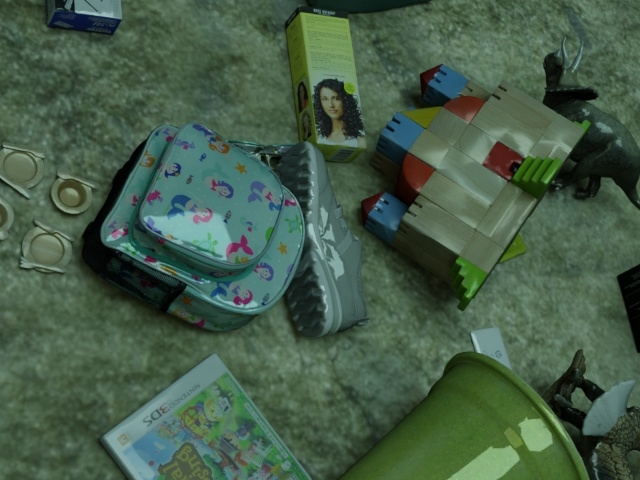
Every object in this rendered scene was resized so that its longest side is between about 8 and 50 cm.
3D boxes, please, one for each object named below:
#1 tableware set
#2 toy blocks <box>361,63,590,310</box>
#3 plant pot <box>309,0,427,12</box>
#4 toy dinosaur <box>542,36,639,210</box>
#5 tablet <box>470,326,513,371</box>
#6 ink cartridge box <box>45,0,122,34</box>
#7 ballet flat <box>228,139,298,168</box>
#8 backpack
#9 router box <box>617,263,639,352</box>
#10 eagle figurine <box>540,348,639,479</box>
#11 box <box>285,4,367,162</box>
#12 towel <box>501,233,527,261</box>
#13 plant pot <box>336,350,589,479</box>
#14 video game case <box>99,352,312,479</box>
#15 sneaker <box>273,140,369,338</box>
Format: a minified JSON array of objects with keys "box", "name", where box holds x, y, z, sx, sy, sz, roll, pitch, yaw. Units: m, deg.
[{"box":[-0.368,-0.044,1.536,0.141,0.020,0.168,26,59,-15],"name":"tableware set"},{"box":[0.198,-0.108,1.765,0.261,0.190,0.381,33,67,9],"name":"toy blocks"},{"box":[0.080,-0.456,1.871,0.234,0.166,0.165,-21,79,-25],"name":"plant pot"},{"box":[0.428,-0.151,1.904,0.313,0.160,0.121,49,40,0],"name":"toy dinosaur"},{"box":[0.255,0.171,1.775,0.054,0.006,0.083,-7,73,-30],"name":"tablet"},{"box":[-0.339,-0.395,1.688,0.097,0.046,0.207,3,67,-28],"name":"ink cartridge box"},{"box":[-0.080,-0.122,1.710,0.114,0.041,0.041,2,68,-26],"name":"ballet flat"},{"box":[-0.146,-0.013,1.547,0.254,0.191,0.225,34,56,-17],"name":"backpack"},{"box":[0.545,0.087,1.859,0.046,0.179,0.133,-2,71,-26],"name":"router box"},{"box":[0.439,0.302,1.709,0.298,0.226,0.225,45,36,2],"name":"eagle figurine"},{"box":[0.007,-0.234,1.791,0.087,0.058,0.232,2,67,-27],"name":"box"},{"box":[0.236,-0.075,1.863,0.102,0.021,0.237,-20,79,-32],"name":"towel"},{"box":[0.157,0.322,1.526,0.254,0.276,0.276,-30,84,-23],"name":"plant pot"},{"box":[-0.141,0.278,1.512,0.193,0.023,0.212,-36,88,-34],"name":"video game case"},{"box":[0.000,0.000,1.678,0.115,0.105,0.281,4,73,-42],"name":"sneaker"}]
